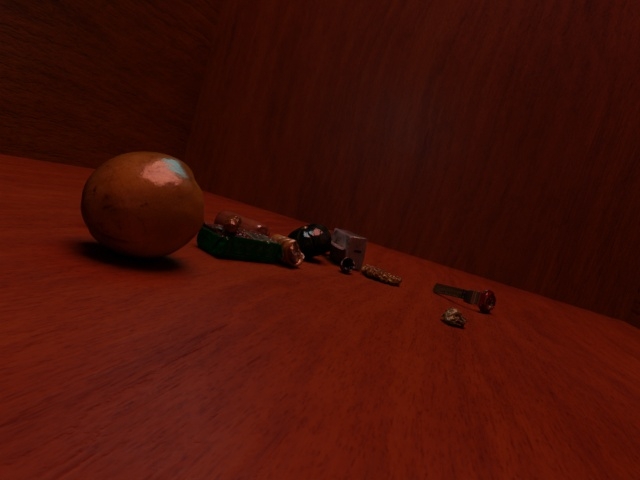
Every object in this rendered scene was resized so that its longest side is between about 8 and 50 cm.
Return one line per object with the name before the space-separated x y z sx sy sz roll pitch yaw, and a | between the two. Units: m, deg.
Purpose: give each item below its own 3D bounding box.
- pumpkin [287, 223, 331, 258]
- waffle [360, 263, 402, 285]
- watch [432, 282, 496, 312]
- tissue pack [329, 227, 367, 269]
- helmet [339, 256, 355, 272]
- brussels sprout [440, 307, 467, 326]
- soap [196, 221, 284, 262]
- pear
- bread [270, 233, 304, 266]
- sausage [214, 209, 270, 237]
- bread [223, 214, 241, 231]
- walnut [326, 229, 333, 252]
pumpkin | -0.052 0.007 1.975 0.212 0.151 0.211 -19 5 2
waffle | 0.277 0.156 1.985 0.192 0.046 0.160 18 7 6
watch | 0.663 0.253 1.987 0.165 0.102 0.268 21 -5 -28
tissue pack | 0.109 0.036 2.118 0.145 0.159 0.229 9 8 -19
helmet | 0.109 0.116 1.905 0.065 0.049 0.084 48 42 7
brussels sprout | 0.462 0.263 1.489 0.085 0.058 0.085 31 12 -7
soap | -0.290 0.011 1.595 0.274 0.097 0.218 9 9 -46
pear | -0.472 -0.094 1.177 0.315 0.314 0.314 16 6 -2
bread | -0.138 0.041 1.702 0.177 0.084 0.119 20 -28 44
sausage | -0.339 -0.047 1.878 0.304 0.121 0.121 21 8 40
bread | -0.308 -0.061 1.528 0.052 0.044 0.157 25 8 -10
walnut | 0.000 -0.001 2.268 0.162 0.140 0.140 -3 16 -31
